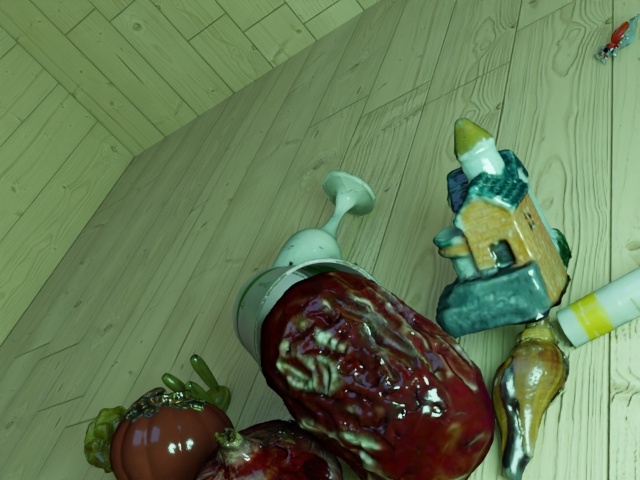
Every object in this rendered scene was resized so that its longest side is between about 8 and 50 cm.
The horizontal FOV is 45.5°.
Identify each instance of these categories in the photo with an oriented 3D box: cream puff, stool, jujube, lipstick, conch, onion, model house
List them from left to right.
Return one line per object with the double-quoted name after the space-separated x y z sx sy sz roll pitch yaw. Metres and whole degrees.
-0.429 0.430 1.628 0.116 0.146 0.146 15 59 38 "cream puff"
-0.259 0.317 1.560 0.135 0.110 0.134 -53 26 -22 "stool"
-0.091 0.362 1.115 0.252 0.219 0.252 -26 27 14 "onion"
0.065 0.196 1.072 0.258 0.258 0.377 -44 43 -2 "jujube"
0.236 -0.036 1.117 0.184 0.291 0.253 -16 9 31 "model house"
0.270 0.191 1.003 0.086 0.080 0.232 15 57 38 "conch"
0.440 0.055 0.998 0.264 0.059 0.059 -33 27 21 "lipstick"

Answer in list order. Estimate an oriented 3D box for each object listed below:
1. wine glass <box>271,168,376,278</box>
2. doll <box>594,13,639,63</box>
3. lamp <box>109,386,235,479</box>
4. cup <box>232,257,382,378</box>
0.000 0.000 1.642 0.143 0.143 0.321 -11 41 49 "wine glass"
0.594 -0.398 1.507 0.114 0.039 0.057 -48 -6 14 "doll"
-0.265 0.365 1.370 0.227 0.227 0.227 -34 27 20 "lamp"
-0.034 0.151 1.360 0.253 0.253 0.274 -50 17 -13 "cup"
